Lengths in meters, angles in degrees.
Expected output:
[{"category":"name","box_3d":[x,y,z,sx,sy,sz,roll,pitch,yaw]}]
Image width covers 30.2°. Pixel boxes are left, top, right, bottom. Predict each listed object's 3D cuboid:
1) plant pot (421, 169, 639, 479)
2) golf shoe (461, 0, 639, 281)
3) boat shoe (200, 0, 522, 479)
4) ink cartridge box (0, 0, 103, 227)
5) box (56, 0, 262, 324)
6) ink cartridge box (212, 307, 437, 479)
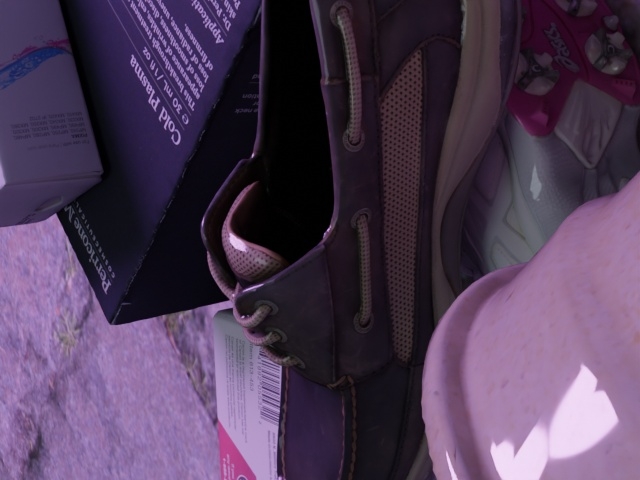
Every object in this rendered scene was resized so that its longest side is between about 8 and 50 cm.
[{"category":"plant pot","box_3d":[0.246,-0.001,0.339,0.334,0.334,0.305,48,123,35]},{"category":"golf shoe","box_3d":[0.132,0.003,0.648,0.140,0.115,0.306,-44,56,58]},{"category":"boat shoe","box_3d":[0.000,0.000,0.627,0.132,0.130,0.355,37,126,55]},{"category":"ink cartridge box","box_3d":[-0.222,-0.105,0.808,0.127,0.072,0.175,-25,79,53]},{"category":"box","box_3d":[-0.095,-0.176,0.829,0.343,0.179,0.312,60,140,24]},{"category":"ink cartridge box","box_3d":[0.033,0.143,0.808,0.237,0.100,0.171,13,109,52]}]
